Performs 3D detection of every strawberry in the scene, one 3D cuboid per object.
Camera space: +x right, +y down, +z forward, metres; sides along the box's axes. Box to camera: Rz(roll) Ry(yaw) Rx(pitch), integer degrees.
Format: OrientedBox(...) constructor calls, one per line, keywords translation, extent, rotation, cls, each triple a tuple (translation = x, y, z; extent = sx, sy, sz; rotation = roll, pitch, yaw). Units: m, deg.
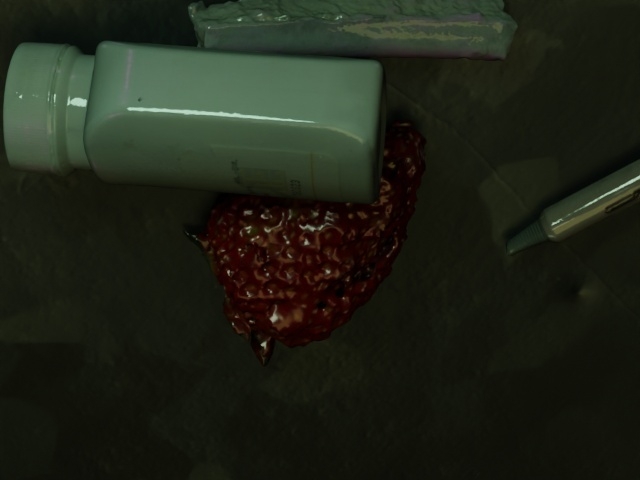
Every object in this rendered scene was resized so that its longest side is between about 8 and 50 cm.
OrientedBox(translation=(0.013, 0.007, 1.453), extent=(0.228, 0.098, 0.174), rotation=(-28, 121, 11), cls="strawberry")

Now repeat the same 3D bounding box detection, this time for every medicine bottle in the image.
OrientedBox(translation=(-0.097, -0.096, 1.337), extent=(0.296, 0.111, 0.161), rotation=(3, 162, 5), cls="medicine bottle")

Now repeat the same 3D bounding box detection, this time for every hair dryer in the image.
OrientedBox(translation=(0.257, -0.063, 1.477), extent=(0.220, 0.054, 0.195), rotation=(-16, 122, 11), cls="hair dryer")

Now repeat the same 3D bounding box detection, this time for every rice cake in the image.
OrientedBox(translation=(0.026, -0.172, 1.371), extent=(0.270, 0.049, 0.055), rotation=(-1, 136, -8), cls="rice cake")
